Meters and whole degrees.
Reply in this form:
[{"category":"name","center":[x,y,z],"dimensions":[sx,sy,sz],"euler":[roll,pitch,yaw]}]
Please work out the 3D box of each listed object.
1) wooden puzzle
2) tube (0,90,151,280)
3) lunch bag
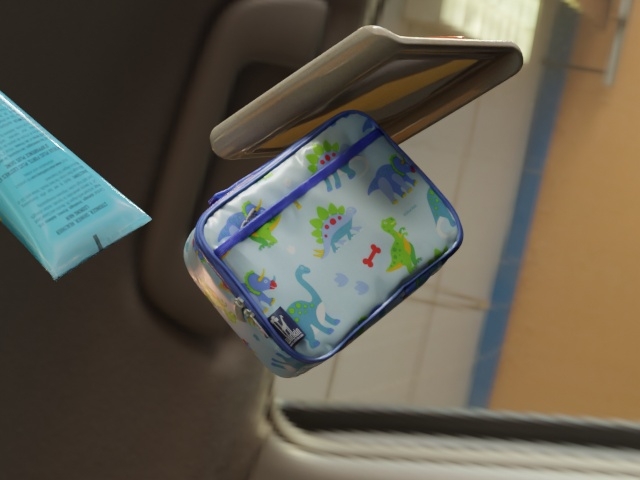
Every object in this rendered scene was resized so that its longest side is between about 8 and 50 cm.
[{"category":"wooden puzzle","center":[0.044,-0.138,1.318],"dimensions":[0.239,0.221,0.044],"euler":[-2,-113,-51]},{"category":"tube","center":[-0.200,-0.062,0.838],"dimensions":[0.080,0.207,0.052],"euler":[-39,-16,-38]},{"category":"lunch bag","center":[0.000,0.000,1.245],"dimensions":[0.219,0.176,0.090],"euler":[-36,-5,-24]}]
